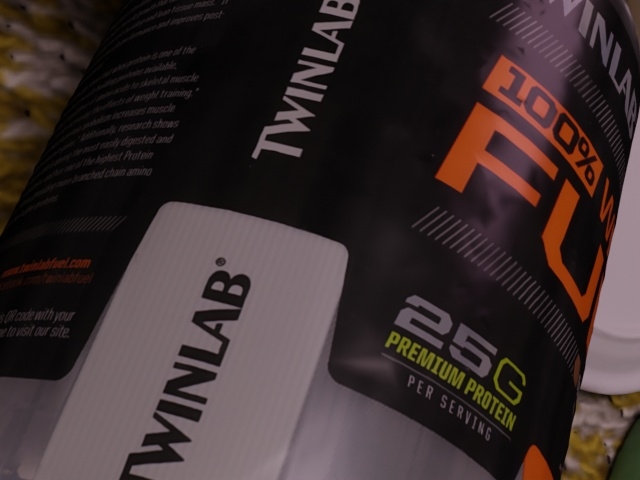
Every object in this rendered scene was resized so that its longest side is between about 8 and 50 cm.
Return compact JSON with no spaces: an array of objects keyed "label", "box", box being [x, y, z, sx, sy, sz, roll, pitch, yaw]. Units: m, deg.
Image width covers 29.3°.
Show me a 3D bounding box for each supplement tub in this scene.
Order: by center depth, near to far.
[{"label":"supplement tub","box":[0.000,0.000,0.450,0.207,0.207,0.338,32,57,-21]}]

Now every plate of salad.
[{"label":"plate of salad","box":[0.147,-0.017,0.661,0.199,0.048,0.200,5,80,-32]}]

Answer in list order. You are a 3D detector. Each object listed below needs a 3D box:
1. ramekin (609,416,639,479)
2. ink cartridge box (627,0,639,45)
[{"label":"ramekin","box":[0.299,0.195,0.621,0.303,0.148,0.304,13,65,-31]},{"label":"ink cartridge box","box":[0.264,-0.173,0.782,0.134,0.078,0.231,4,70,-34]}]
